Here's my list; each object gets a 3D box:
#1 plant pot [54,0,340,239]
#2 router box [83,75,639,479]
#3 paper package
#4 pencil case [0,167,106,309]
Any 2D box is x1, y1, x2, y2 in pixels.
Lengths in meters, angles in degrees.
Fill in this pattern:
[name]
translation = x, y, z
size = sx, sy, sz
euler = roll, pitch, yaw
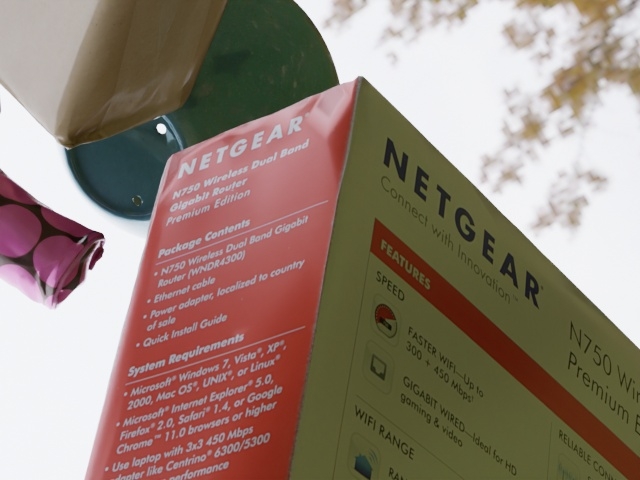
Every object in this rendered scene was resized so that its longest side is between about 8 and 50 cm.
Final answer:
[plant pot]
translation = -0.148, -0.112, 1.711
size = 0.290, 0.290, 0.195
euler = 56, -150, -6
[router box]
translation = 0.062, 0.169, 0.537
size = 0.335, 0.082, 0.301
euler = 42, -137, -34
[paper package]
translation = -0.212, -0.306, 1.478
size = 0.309, 0.325, 0.168
euler = 43, -142, 22
[pencil case]
translation = -0.296, -0.023, 1.609
size = 0.209, 0.095, 0.098
euler = 35, -161, 11
